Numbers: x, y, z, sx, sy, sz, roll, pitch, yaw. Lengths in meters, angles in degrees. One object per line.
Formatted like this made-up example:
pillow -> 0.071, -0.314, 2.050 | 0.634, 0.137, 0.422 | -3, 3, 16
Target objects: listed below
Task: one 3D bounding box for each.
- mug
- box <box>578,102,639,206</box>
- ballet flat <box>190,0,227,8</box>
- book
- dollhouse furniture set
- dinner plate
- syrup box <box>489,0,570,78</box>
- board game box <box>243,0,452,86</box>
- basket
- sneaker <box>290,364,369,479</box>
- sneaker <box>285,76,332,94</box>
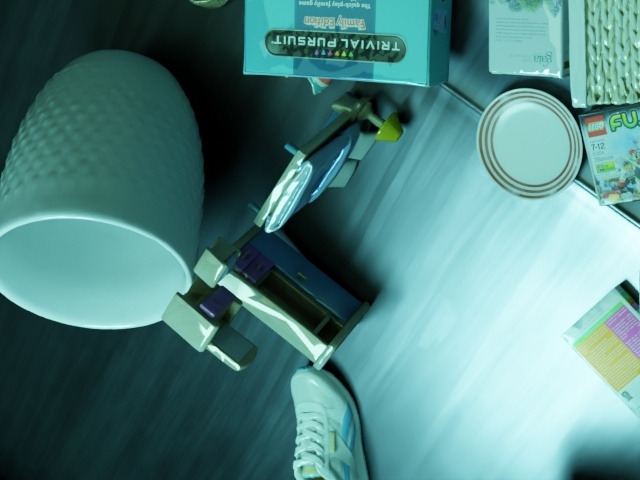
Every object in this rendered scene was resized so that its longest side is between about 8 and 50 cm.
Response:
mug -> -0.293, -0.060, 1.782 | 0.276, 0.328, 0.374 | 1, 146, 3
box -> 0.406, -0.111, 1.443 | 0.207, 0.036, 0.114 | -10, 99, 37
ballet flat -> -0.117, -0.388, 1.693 | 0.073, 0.067, 0.206 | 46, 125, 14
book -> 0.379, 0.137, 1.548 | 0.144, 0.035, 0.096 | 49, 123, 11
dollhouse furniture set -> 0.000, 0.000, 1.617 | 0.198, 0.286, 0.303 | 37, 123, 5
dinner plate -> 0.258, -0.118, 1.556 | 0.141, 0.017, 0.141 | 11, 111, 32
syrup box -> 0.254, -0.309, 1.445 | 0.093, 0.096, 0.237 | 9, 110, 34
board game box -> 0.034, -0.367, 1.552 | 0.253, 0.079, 0.336 | 8, 105, 24
basket -> 0.341, -0.235, 1.402 | 0.103, 0.113, 0.167 | 6, 108, 29
sneaker -> 0.004, 0.292, 1.819 | 0.087, 0.092, 0.229 | -12, 97, 38
sneaker -> -0.043, -0.259, 1.690 | 0.161, 0.057, 0.075 | 40, 118, 14
